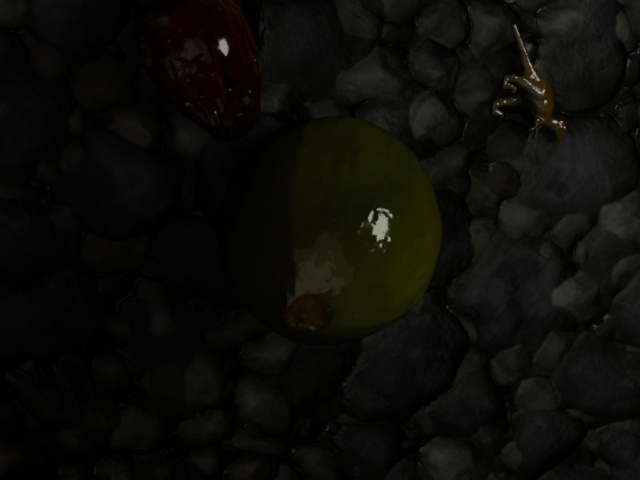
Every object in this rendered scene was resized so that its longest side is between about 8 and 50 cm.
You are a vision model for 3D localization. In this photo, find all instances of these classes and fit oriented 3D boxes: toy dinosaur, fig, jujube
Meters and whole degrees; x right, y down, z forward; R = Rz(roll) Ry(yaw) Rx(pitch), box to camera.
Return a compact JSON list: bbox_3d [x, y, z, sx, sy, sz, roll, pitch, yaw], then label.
[{"bbox_3d":[0.320,-0.226,1.983,0.126,0.039,0.162,9,108,-14],"label":"toy dinosaur"},{"bbox_3d":[0.012,-0.001,1.907,0.343,0.343,0.343,0,113,0],"label":"fig"},{"bbox_3d":[-0.161,-0.243,1.910,0.168,0.168,0.236,-18,128,8],"label":"jujube"}]

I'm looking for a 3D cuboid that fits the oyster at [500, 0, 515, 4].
[{"bbox_3d":[0.289,-0.370,1.927,0.083,0.019,0.054,-21,111,8],"label":"oyster"}]
